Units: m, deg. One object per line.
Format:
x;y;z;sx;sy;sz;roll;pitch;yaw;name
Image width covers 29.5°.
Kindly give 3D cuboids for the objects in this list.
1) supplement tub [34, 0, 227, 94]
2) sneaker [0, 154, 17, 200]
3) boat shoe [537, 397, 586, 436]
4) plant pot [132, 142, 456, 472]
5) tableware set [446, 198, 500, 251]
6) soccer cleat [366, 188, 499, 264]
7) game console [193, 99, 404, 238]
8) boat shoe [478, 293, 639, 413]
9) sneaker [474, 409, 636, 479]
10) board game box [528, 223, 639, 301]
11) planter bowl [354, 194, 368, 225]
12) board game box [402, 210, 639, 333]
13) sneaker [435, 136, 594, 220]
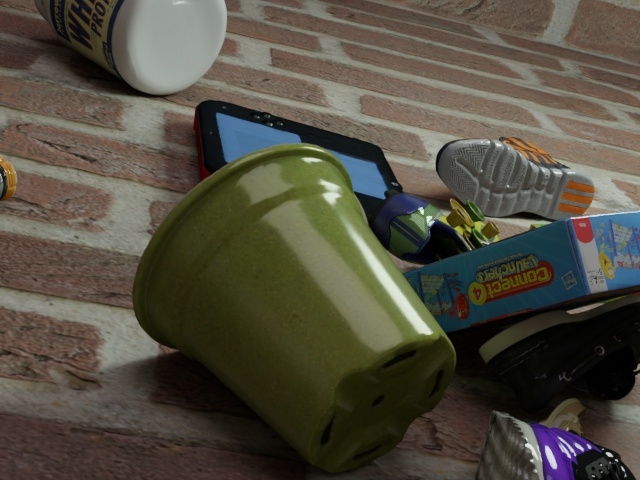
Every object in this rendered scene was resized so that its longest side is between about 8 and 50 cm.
-0.352;-0.423;2.204;0.235;0.235;0.325;-8;32;-45;supplement tub
-0.496;-0.103;1.551;0.215;0.084;0.083;21;27;11;sneaker
0.264;0.216;1.343;0.045;0.050;0.135;34;34;23;boat shoe
-0.008;0.085;1.233;0.276;0.276;0.254;-7;42;-43;plant pot
0.206;-0.020;1.618;0.104;0.024;0.154;55;19;16;tableware set
0.174;0.012;1.660;0.121;0.093;0.289;43;15;36;soccer cleat
-0.029;-0.115;1.920;0.342;0.060;0.386;10;23;-12;game console
0.334;0.143;1.484;0.340;0.127;0.113;-2;59;-49;boat shoe
0.228;0.224;1.125;0.146;0.102;0.293;16;3;3;sneaker
0.409;0.032;1.879;0.092;0.043;0.181;0;27;-35;board game box
0.000;0.000;1.567;0.109;0.162;0.162;34;8;-37;planter bowl
0.282;0.042;1.483;0.308;0.086;0.302;-6;-10;-42;board game box
0.303;-0.119;2.100;0.321;0.124;0.180;15;15;-31;sneaker
